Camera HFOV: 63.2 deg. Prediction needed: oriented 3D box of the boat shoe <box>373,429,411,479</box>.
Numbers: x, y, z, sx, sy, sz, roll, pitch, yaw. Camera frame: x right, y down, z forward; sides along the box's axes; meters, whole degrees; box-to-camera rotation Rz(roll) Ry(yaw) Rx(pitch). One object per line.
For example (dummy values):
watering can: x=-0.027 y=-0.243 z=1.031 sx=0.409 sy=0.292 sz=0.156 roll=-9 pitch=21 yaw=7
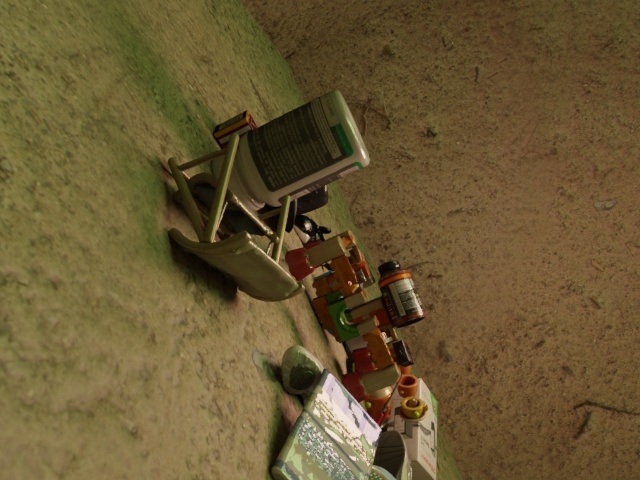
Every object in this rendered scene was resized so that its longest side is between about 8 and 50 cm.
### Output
boat shoe: x=0.200 y=0.681 z=1.446 sx=0.320 sy=0.118 sz=0.103 roll=-88 pitch=159 yaw=-57

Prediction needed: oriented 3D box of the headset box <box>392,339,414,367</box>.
headset box: x=0.229 y=0.314 z=1.444 sx=0.083 sy=0.032 sz=0.062 roll=45 pitch=25 yaw=-62

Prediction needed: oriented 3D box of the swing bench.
swing bench: x=-0.166 y=-0.024 z=1.037 sx=0.253 sy=0.165 sz=0.255 roll=52 pitch=23 yaw=-55

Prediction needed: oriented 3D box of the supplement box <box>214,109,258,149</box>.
supplement box: x=-0.205 y=-0.254 z=1.466 sx=0.081 sy=0.104 sz=0.188 roll=-99 pitch=162 yaw=-59

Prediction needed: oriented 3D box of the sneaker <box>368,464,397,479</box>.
sneaker: x=0.102 y=0.587 z=1.222 sx=0.150 sy=0.135 sz=0.366 roll=26 pitch=-20 yaw=52

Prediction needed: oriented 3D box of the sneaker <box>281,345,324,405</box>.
sneaker: x=-0.038 y=0.300 z=1.198 sx=0.115 sy=0.090 sz=0.232 roll=-112 pitch=180 yaw=-47

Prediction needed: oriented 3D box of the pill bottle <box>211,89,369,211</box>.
pill bottle: x=-0.076 y=-0.210 z=1.311 sx=0.204 sy=0.360 sz=0.204 roll=-23 pitch=90 yaw=-79

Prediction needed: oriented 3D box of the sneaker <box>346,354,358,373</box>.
sneaker: x=0.120 y=0.433 z=1.731 sx=0.059 sy=0.053 sz=0.144 roll=62 pitch=20 yaw=-25

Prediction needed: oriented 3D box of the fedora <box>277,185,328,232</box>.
fedora: x=-0.056 y=-0.180 z=1.617 sx=0.334 sy=0.152 sz=0.335 roll=176 pitch=-90 yaw=-80

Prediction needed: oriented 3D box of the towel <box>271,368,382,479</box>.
towel: x=0.023 y=0.418 z=1.034 sx=0.209 sy=0.034 sz=0.285 roll=50 pitch=33 yaw=-9

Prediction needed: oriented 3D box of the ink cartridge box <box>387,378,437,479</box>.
ink cartridge box: x=0.321 y=0.661 z=1.809 sx=0.211 sy=0.121 sz=0.289 roll=55 pitch=34 yaw=-41

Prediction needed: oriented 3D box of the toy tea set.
toy tea set: x=0.236 y=0.458 z=1.725 sx=0.336 sy=0.199 sz=0.125 roll=-86 pitch=171 yaw=-70

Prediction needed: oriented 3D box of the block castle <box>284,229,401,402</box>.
block castle: x=0.062 y=0.207 z=1.510 sx=0.454 sy=0.212 sz=0.303 roll=66 pitch=13 yaw=-2

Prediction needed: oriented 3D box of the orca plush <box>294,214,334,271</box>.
orca plush: x=0.000 y=0.000 z=1.920 sx=0.151 sy=0.102 sz=0.287 roll=-95 pitch=159 yaw=-59

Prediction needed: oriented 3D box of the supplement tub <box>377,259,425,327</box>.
supplement tub: x=0.243 y=0.162 z=1.608 sx=0.106 sy=0.106 sz=0.198 roll=38 pitch=30 yaw=-68

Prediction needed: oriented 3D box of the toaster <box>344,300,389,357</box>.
toaster: x=0.150 y=0.322 z=1.848 sx=0.227 sy=0.146 sz=0.129 roll=68 pitch=12 yaw=8

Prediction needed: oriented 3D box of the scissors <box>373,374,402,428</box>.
scissors: x=0.178 y=0.488 z=1.485 sx=0.021 sy=0.109 sz=0.297 roll=41 pitch=-35 yaw=28

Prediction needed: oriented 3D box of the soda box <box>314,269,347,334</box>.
soda box: x=0.043 y=0.212 z=1.765 sx=0.067 sy=0.071 sz=0.210 roll=50 pitch=19 yaw=-53
